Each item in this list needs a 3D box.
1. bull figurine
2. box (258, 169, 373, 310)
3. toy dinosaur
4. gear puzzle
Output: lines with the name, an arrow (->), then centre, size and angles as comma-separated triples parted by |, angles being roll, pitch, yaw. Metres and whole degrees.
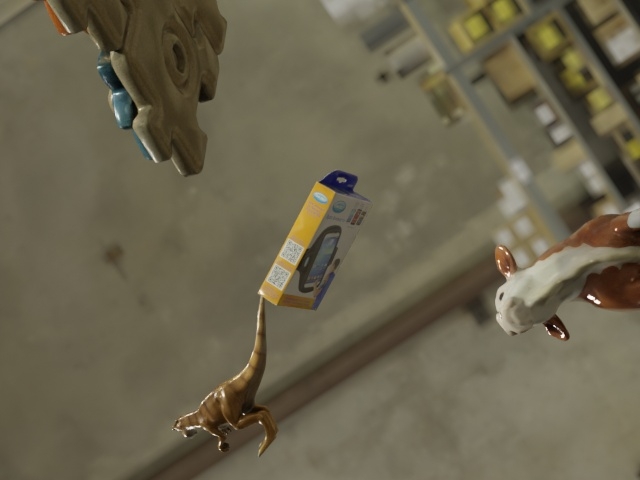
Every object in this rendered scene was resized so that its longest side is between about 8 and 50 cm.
bull figurine -> 0.302, 0.017, 1.565 | 0.188, 0.310, 0.101 | 152, 107, -66
box -> 0.000, 0.000, 1.685 | 0.028, 0.136, 0.081 | 34, -170, 26
toy dinosaur -> -0.087, 0.167, 1.884 | 0.112, 0.211, 0.064 | 42, -147, -1
gear puzzle -> -0.127, -0.181, 0.736 | 0.339, 0.044, 0.175 | 60, -154, -43
